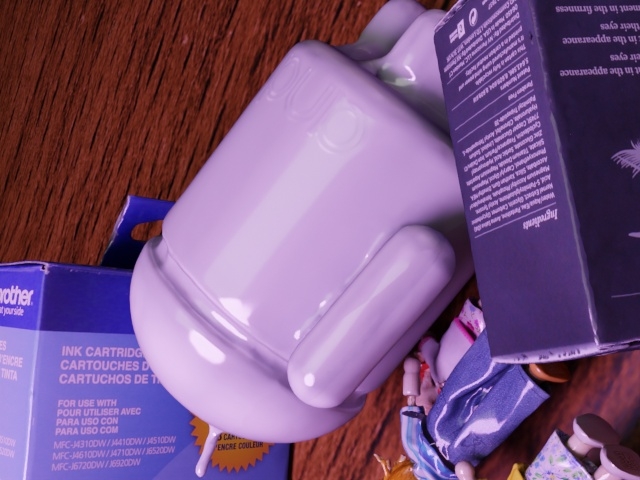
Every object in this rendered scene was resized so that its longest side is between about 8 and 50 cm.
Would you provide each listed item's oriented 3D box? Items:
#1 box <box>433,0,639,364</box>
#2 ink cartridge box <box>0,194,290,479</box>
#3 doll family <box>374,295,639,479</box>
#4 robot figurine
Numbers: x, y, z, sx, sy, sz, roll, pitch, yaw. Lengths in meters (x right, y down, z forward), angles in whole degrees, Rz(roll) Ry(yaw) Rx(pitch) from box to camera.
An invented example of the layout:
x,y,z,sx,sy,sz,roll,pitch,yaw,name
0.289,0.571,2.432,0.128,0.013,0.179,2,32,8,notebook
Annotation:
x,y,z,sx,sy,sz,roll,pitch,yaw,name
0.165,-0.044,0.468,0.108,0.153,0.207,147,117,-70,box
-0.167,0.163,0.760,0.151,0.270,0.395,-4,81,47,ink cartridge box
0.111,0.147,0.559,0.163,0.118,0.263,-59,46,25,doll family
0.000,0.000,0.615,0.353,0.200,0.300,-52,20,9,robot figurine
